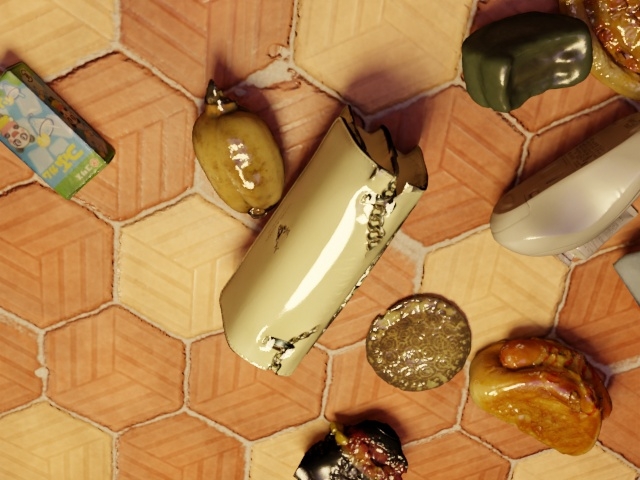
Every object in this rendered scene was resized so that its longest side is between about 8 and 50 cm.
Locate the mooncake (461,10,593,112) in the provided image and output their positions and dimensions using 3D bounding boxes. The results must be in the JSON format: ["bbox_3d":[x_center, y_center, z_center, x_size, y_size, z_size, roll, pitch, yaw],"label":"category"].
[{"bbox_3d":[0.286,-0.247,1.063,0.175,0.168,0.104,-6,118,19],"label":"mooncake"}]

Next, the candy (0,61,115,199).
[{"bbox_3d":[-0.415,-0.162,1.150,0.097,0.062,0.194,-38,110,15],"label":"candy"}]

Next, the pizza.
[{"bbox_3d":[0.423,-0.306,1.095,0.134,0.056,0.271,-23,115,19],"label":"pizza"}]

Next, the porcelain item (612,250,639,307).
[{"bbox_3d":[0.663,0.002,1.147,0.405,0.243,0.178,-32,137,16],"label":"porcelain item"}]

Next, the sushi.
[{"bbox_3d":[0.073,0.400,1.388,0.172,0.153,0.150,37,93,6],"label":"sushi"}]

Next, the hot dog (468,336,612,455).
[{"bbox_3d":[0.392,0.255,1.320,0.256,0.150,0.153,30,121,-14],"label":"hot dog"}]

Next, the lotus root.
[{"bbox_3d":[-0.124,-0.137,1.134,0.125,0.118,0.221,-14,113,20],"label":"lotus root"}]

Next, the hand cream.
[{"bbox_3d":[0.441,-0.018,1.246,0.084,0.053,0.142,40,94,-19],"label":"hand cream"}]

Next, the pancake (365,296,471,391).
[{"bbox_3d":[0.172,0.184,1.348,0.199,0.021,0.199,0,116,0],"label":"pancake"}]

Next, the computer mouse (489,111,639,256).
[{"bbox_3d":[0.395,-0.068,1.141,0.296,0.184,0.121,-33,95,13],"label":"computer mouse"}]

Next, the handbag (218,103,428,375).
[{"bbox_3d":[0.000,0.000,1.139,0.160,0.237,0.359,28,112,-16],"label":"handbag"}]
